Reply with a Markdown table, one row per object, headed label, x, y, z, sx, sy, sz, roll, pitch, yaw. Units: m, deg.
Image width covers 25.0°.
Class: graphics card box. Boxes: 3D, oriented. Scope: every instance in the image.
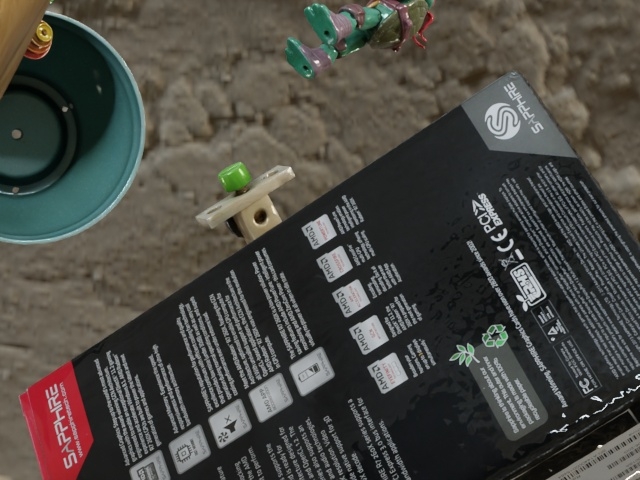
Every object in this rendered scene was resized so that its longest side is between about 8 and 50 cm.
| label | x | y | z | sx | sy | sz | roll | pitch | yaw |
| --- | --- | --- | --- | --- | --- | --- | --- | --- | --- |
| graphics card box | 0.020 | 0.092 | 0.829 | 0.371 | 0.233 | 0.094 | -34 | 139 | 9 |

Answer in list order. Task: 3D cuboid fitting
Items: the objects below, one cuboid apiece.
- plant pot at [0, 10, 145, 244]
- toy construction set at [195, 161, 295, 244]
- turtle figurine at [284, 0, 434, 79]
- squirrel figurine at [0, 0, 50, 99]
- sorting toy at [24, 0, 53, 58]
| label | x | y | z | sx | sy | sz | roll | pitch | yaw |
| --- | --- | --- | --- | --- | --- | --- | --- | --- | --- |
| plant pot | -0.389 | -0.143 | 1.884 | 0.293 | 0.196 | 0.293 | 0 | 91 | -16 |
| toy construction set | 0.000 | 0.000 | 1.669 | 0.308 | 0.257 | 0.237 | -25 | 99 | 7 |
| turtle figurine | 0.067 | -0.287 | 1.783 | 0.234 | 0.118 | 0.175 | -35 | 152 | -36 |
| squirrel figurine | -0.334 | -0.070 | 0.526 | 0.370 | 0.281 | 0.397 | 27 | 95 | -7 |
| sorting toy | -0.316 | -0.247 | 1.556 | 0.042 | 0.061 | 0.102 | -8 | 120 | 46 |
